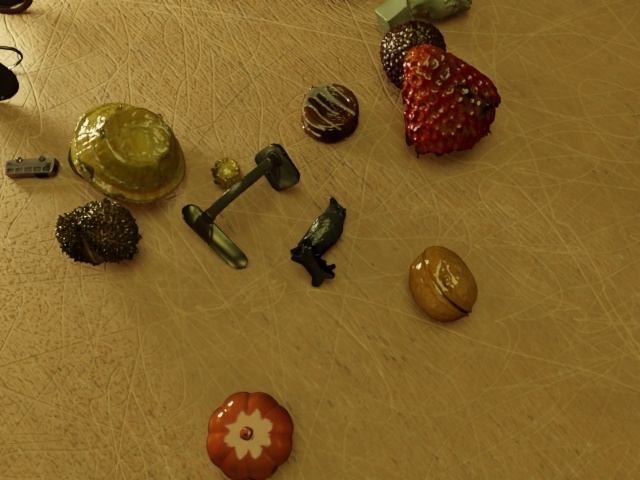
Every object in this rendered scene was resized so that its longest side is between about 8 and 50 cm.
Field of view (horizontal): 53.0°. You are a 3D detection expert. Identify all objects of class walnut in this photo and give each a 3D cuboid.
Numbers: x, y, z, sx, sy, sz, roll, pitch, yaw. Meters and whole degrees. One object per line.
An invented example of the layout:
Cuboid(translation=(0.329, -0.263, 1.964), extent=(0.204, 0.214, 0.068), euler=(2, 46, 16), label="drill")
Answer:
Cuboid(translation=(0.281, 0.104, 1.476), extent=(0.144, 0.144, 0.180), euler=(-33, 75, -11), label="walnut")

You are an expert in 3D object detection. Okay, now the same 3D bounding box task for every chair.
Cuboid(translation=(-0.905, -0.604, 1.733), extent=(0.226, 0.226, 0.401), euler=(-2, 69, 0), label="chair")

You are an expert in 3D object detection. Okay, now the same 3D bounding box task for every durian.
Cuboid(translation=(-0.525, -0.017, 1.503), extent=(0.196, 0.196, 0.167), euler=(-20, 75, -7), label="durian")

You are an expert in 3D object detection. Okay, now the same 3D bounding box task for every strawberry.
Cuboid(translation=(0.339, -0.351, 1.580), extent=(0.253, 0.280, 0.150), euler=(-20, 26, -21), label="strawberry")

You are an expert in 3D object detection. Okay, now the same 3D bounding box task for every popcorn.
Cuboid(translation=(-0.240, -0.171, 1.637), extent=(0.082, 0.057, 0.083), euler=(41, 71, 9), label="popcorn")

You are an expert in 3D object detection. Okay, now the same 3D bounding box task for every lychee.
Cuboid(translation=(0.243, -0.473, 1.680), extent=(0.188, 0.188, 0.188), euler=(0, 68, 1), label="lychee")

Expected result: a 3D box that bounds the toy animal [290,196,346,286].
Cuboid(translation=(0.000, -0.002, 1.566), extent=(0.117, 0.121, 0.210), euler=(-15, 38, 42), label="toy animal")

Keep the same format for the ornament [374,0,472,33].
Cuboid(translation=(0.287, -0.669, 1.788), extent=(0.285, 0.130, 0.120), euler=(-18, 56, -6), label="ornament")

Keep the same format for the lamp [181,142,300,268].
Cuboid(translation=(-0.164, -0.080, 1.562), extent=(0.283, 0.124, 0.203), euler=(-41, 104, -19), label="lamp")

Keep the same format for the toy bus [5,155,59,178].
Cuboid(translation=(-0.749, -0.189, 1.665), extent=(0.130, 0.037, 0.052), euler=(-3, 70, 1), label="toy bus")

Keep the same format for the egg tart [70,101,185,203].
Cuboid(translation=(-0.463, -0.227, 1.577), extent=(0.290, 0.115, 0.290), euler=(12, 61, -23), label="egg tart")

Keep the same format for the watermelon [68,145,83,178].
Cuboid(translation=(-0.591, -0.218, 1.637), extent=(0.105, 0.105, 0.133), euler=(-21, 69, -7), label="watermelon")

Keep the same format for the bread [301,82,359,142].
Cuboid(translation=(0.023, -0.336, 1.689), extent=(0.160, 0.073, 0.161), euler=(-1, 69, 2), label="bread")

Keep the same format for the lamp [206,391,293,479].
Cuboid(translation=(-0.148, 0.409, 1.345), extent=(0.187, 0.164, 0.188), euler=(0, 69, -1), label="lamp")
